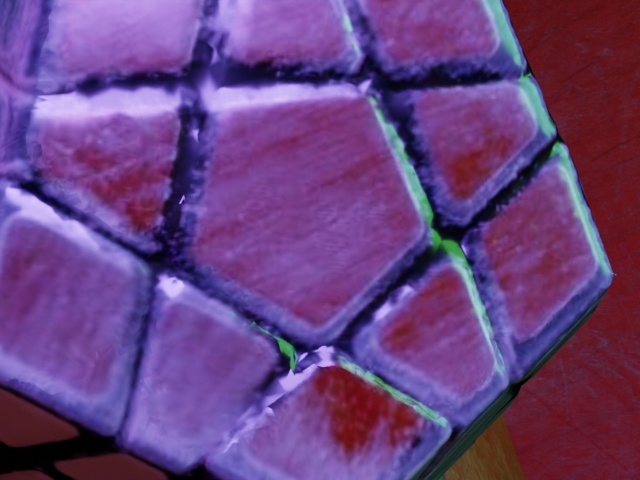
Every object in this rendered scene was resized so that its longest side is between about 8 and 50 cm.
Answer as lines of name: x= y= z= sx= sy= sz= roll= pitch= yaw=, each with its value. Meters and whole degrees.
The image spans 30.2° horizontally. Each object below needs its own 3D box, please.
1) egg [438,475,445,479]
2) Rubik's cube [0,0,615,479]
egg: x=0.039 y=0.190 z=0.901 sx=0.114 sy=0.114 sz=0.152 roll=-93 pitch=162 yaw=-60
Rubik's cube: x=-0.044 y=-0.011 z=0.454 sx=0.319 sy=0.264 sz=0.319 roll=-21 pitch=90 yaw=-80
